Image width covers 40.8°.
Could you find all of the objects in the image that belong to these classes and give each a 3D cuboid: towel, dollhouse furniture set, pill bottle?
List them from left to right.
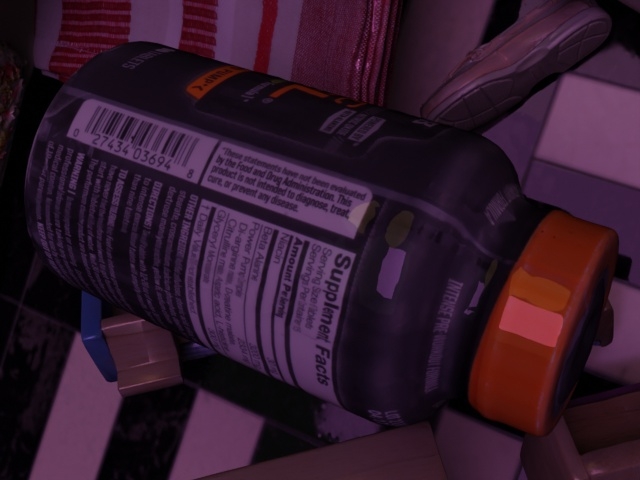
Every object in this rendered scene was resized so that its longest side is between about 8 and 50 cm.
[{"bbox_3d":[-0.084,-0.188,0.514,0.329,0.037,0.237,22,117,38],"label":"towel"},{"bbox_3d":[0.000,0.000,0.385,0.245,0.130,0.131,20,94,24],"label":"pill bottle"},{"bbox_3d":[0.023,0.073,0.535,0.286,0.198,0.303,-14,50,-2],"label":"dollhouse furniture set"}]

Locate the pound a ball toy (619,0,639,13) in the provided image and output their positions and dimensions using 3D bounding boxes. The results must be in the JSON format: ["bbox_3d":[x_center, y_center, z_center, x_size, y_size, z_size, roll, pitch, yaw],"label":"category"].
[{"bbox_3d":[0.075,-0.258,0.453,0.319,0.208,0.136,38,97,17],"label":"pound a ball toy"}]

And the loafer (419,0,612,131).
[{"bbox_3d":[0.113,-0.109,0.525,0.125,0.045,0.039,-31,60,10],"label":"loafer"}]

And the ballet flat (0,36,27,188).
[{"bbox_3d":[-0.285,-0.044,0.650,0.091,0.077,0.241,9,91,19],"label":"ballet flat"}]
